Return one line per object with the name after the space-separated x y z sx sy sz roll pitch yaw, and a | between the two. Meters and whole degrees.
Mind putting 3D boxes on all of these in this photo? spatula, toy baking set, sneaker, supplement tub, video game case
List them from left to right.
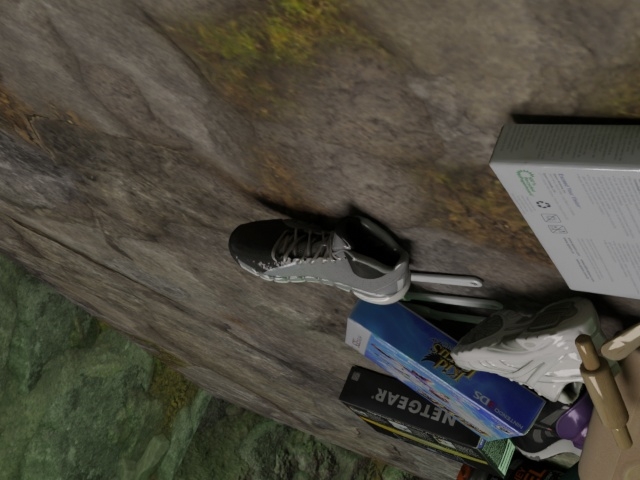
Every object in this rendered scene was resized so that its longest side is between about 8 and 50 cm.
0.000 0.000 1.003 0.228 0.086 0.132 12 156 5 | sneaker
0.141 0.076 1.114 0.242 0.019 0.168 4 152 48 | spatula
0.159 0.180 1.200 0.269 0.061 0.244 34 169 9 | video game case
0.240 0.141 0.978 0.115 0.090 0.232 56 153 -7 | sneaker
0.458 0.579 1.845 0.316 0.194 0.193 10 157 36 | supplement tub
0.336 0.243 1.251 0.124 0.107 0.283 45 161 0 | sneaker
0.352 0.129 0.835 0.196 0.030 0.256 -16 120 33 | toy baking set

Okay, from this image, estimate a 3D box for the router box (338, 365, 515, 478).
0.221 0.372 1.750 0.308 0.081 0.243 14 160 30 | router box

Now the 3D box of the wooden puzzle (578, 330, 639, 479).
0.480 0.248 0.957 0.347 0.080 0.322 22 143 24 | wooden puzzle

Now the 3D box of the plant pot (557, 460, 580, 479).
0.487 0.409 1.267 0.290 0.290 0.195 20 125 15 | plant pot

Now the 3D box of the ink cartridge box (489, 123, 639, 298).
0.271 -0.011 0.653 0.224 0.045 0.223 9 157 37 | ink cartridge box
